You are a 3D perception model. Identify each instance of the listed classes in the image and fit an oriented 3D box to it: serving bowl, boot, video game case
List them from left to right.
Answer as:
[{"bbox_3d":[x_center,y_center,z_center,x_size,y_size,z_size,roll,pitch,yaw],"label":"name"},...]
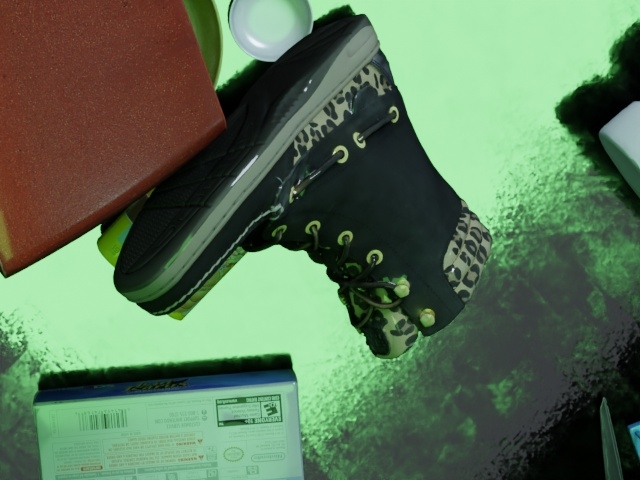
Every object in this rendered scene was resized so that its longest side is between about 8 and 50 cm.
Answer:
[{"bbox_3d":[-0.150,0.266,1.727,0.269,0.061,0.244,-4,100,-4],"label":"video game case"},{"bbox_3d":[-0.049,-0.219,1.655,0.083,0.027,0.083,-1,101,-5],"label":"serving bowl"},{"bbox_3d":[0.000,0.000,1.575,0.284,0.138,0.377,53,52,-23],"label":"boot"}]

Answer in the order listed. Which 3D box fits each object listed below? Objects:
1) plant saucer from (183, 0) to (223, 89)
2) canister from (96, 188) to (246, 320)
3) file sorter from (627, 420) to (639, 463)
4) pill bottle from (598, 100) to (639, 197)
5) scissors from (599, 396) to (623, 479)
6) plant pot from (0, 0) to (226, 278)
[{"bbox_3d":[-0.216,-0.193,1.642,0.241,0.037,0.241,-1,101,-5],"label":"plant saucer"},{"bbox_3d":[-0.124,-0.019,1.667,0.126,0.073,0.170,43,97,-12],"label":"canister"},{"bbox_3d":[0.416,0.263,1.752,0.118,0.104,0.170,-22,102,-1],"label":"file sorter"},{"bbox_3d":[0.464,-0.151,1.623,0.361,0.204,0.204,-39,102,3],"label":"pill bottle"},{"bbox_3d":[0.332,0.314,1.801,0.109,0.021,0.297,5,100,-3],"label":"scissors"},{"bbox_3d":[-0.237,-0.148,1.512,0.235,0.267,0.267,-23,103,-13],"label":"plant pot"}]
